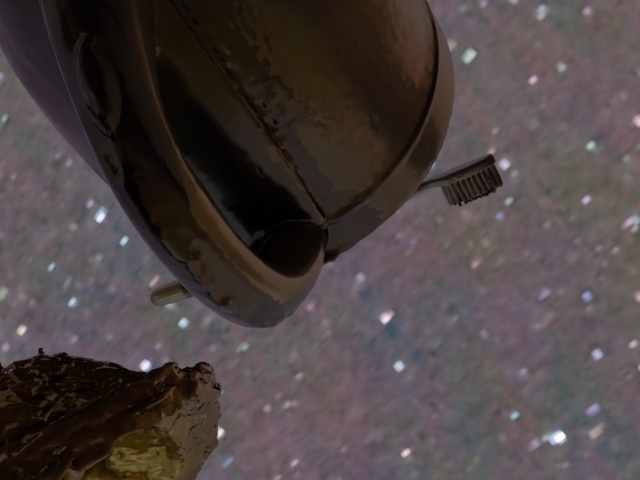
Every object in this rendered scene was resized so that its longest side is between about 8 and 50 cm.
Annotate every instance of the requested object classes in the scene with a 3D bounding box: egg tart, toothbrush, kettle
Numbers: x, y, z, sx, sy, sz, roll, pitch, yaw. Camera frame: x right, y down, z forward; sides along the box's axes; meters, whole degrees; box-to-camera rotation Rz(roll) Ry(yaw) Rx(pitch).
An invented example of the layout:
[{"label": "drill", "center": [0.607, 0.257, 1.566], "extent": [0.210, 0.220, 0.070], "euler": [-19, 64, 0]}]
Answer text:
[{"label": "egg tart", "center": [-0.138, 0.118, 0.832], "extent": [0.090, 0.212, 0.212], "euler": [47, -129, 13]}, {"label": "toothbrush", "center": [0.000, 0.000, 1.254], "extent": [0.025, 0.275, 0.019], "euler": [63, -155, -12]}, {"label": "kettle", "center": [-0.077, -0.109, 1.038], "extent": [0.324, 0.228, 0.321], "euler": [48, -148, -55]}]
